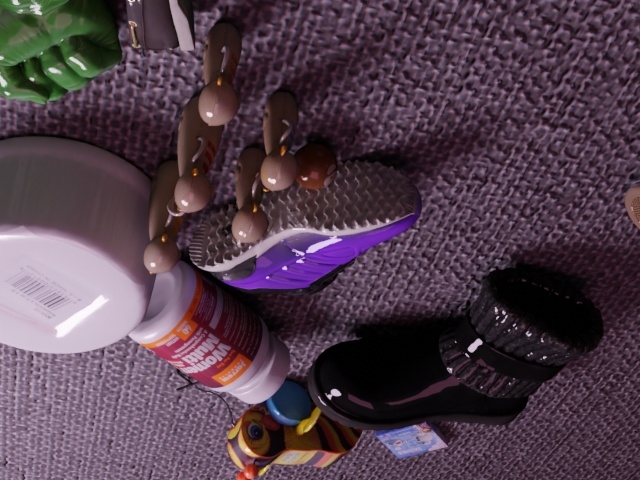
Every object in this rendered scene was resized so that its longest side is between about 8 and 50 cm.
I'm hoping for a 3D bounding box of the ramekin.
[{"bbox_3d":[-0.325,0.018,1.239,0.277,0.135,0.277,0,139,0],"label":"ramekin"}]

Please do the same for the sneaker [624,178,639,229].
[{"bbox_3d":[0.515,-0.041,1.209,0.282,0.153,0.099,22,147,22],"label":"sneaker"}]

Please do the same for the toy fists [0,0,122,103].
[{"bbox_3d":[-0.338,-0.196,1.020,0.279,0.096,0.142,-6,140,5],"label":"toy fists"}]

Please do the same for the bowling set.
[{"bbox_3d":[-0.070,-0.077,1.111,0.200,0.154,0.287,12,139,-13],"label":"bowling set"}]

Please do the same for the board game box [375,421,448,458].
[{"bbox_3d":[0.150,0.322,1.679,0.090,0.020,0.090,-20,137,22],"label":"board game box"}]

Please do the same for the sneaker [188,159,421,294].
[{"bbox_3d":[0.000,-0.001,1.252,0.294,0.102,0.146,-14,142,23],"label":"sneaker"}]

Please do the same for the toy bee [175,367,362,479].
[{"bbox_3d":[-0.078,0.304,1.554,0.299,0.162,0.195,5,141,-5],"label":"toy bee"}]

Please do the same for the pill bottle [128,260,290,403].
[{"bbox_3d":[-0.147,0.129,1.378,0.121,0.121,0.221,-27,132,28],"label":"pill bottle"}]

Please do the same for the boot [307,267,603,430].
[{"bbox_3d":[0.176,0.145,1.382,0.348,0.131,0.260,1,148,-17],"label":"boot"}]

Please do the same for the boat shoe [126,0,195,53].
[{"bbox_3d":[-0.166,-0.263,0.948,0.069,0.081,0.227,-6,142,1],"label":"boat shoe"}]
